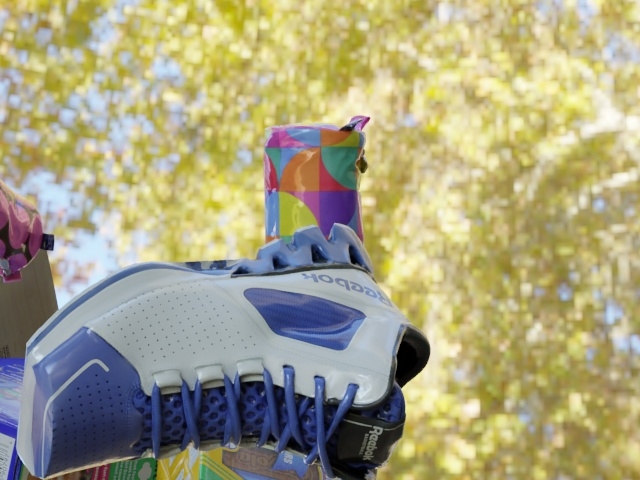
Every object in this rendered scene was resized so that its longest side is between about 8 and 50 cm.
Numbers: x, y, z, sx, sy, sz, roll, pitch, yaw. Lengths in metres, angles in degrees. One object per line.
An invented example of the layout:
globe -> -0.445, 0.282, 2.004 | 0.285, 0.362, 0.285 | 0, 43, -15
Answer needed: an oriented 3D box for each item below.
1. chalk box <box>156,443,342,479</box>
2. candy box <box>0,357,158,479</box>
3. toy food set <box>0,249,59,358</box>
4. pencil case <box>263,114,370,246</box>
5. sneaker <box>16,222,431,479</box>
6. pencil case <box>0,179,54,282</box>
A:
chalk box -> -0.030, 0.231, 1.439 | 0.213, 0.132, 0.132 | 18, -47, -16
candy box -> -0.314, 0.215, 1.766 | 0.268, 0.122, 0.317 | 16, 6, 34
toy food set -> -0.445, 0.141, 2.114 | 0.092, 0.219, 0.306 | 9, -62, 36
pencil case -> 0.000, 0.000, 1.507 | 0.104, 0.236, 0.104 | 2, 3, 0
sneaker -> -0.040, 0.098, 1.136 | 0.315, 0.182, 0.127 | -19, -46, -34
pencil case -> -0.363, -0.030, 1.685 | 0.095, 0.098, 0.209 | -5, -19, 17
